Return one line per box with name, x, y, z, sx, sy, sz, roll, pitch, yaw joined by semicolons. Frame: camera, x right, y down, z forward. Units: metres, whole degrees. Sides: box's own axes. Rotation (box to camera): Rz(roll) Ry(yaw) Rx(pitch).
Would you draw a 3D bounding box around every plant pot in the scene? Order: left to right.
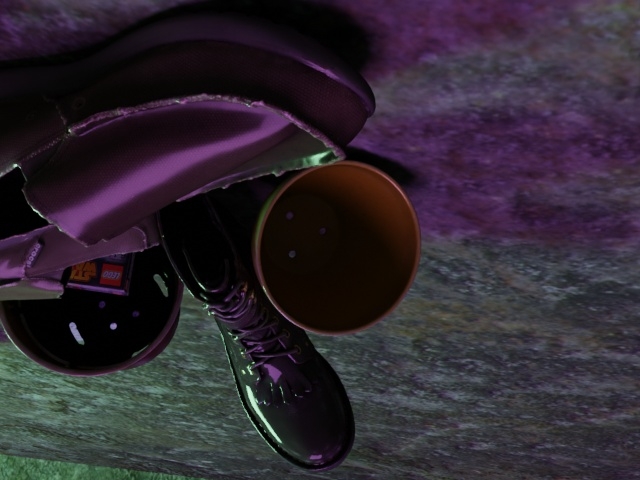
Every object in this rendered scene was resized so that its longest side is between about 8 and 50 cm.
plant pot;-0.205;0.055;1.042;0.167;0.167;0.165;8;167;1
plant pot;0.000;0.000;0.873;0.134;0.134;0.095;17;-178;-21

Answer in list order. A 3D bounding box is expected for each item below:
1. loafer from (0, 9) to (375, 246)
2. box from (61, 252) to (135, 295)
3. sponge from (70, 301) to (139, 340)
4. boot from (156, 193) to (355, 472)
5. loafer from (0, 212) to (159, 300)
loafer;-0.127;-0.052;0.746;0.366;0.130;0.134;-6;156;35
box;-0.228;-0.008;0.956;0.137;0.094;0.027;8;167;0
sponge;-0.329;0.073;1.308;0.117;0.031;0.210;-9;153;39
boot;-0.064;0.070;0.925;0.091;0.263;0.229;-29;162;-1
loafer;-0.241;0.018;0.884;0.251;0.087;0.094;-24;-162;5
